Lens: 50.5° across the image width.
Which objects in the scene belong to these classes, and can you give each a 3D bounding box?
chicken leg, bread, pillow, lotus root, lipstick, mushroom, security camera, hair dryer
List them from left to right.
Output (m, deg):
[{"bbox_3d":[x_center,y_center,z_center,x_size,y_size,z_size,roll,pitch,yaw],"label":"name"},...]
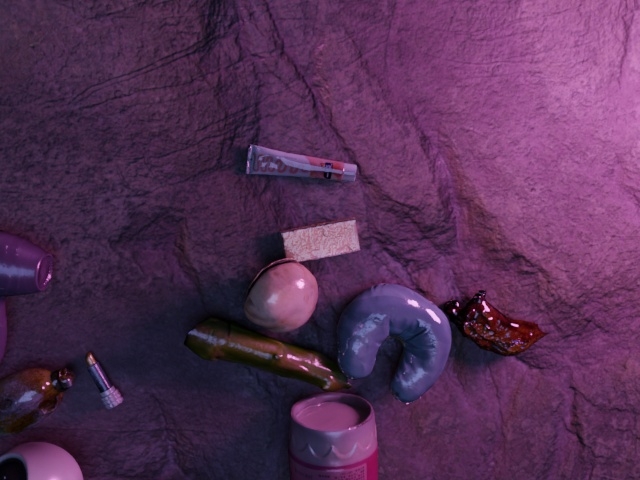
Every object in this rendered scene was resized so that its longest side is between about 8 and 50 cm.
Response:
[{"bbox_3d":[-0.652,0.144,1.235,0.301,0.121,0.361,9,106,0],"label":"hair dryer"},{"bbox_3d":[-0.553,0.296,1.279,0.192,0.088,0.113,-29,128,0],"label":"lotus root"},{"bbox_3d":[-0.536,0.496,1.277,0.194,0.194,0.236,4,99,-8],"label":"security camera"},{"bbox_3d":[-0.426,0.270,1.316,0.037,0.037,0.116,-27,101,0],"label":"lipstick"},{"bbox_3d":[-0.079,0.104,1.283,0.154,0.122,0.154,-28,140,-26],"label":"mushroom"},{"bbox_3d":[0.000,0.000,1.311,0.154,0.028,0.068,-11,104,-5],"label":"bread"},{"bbox_3d":[0.143,0.197,1.334,0.233,0.086,0.214,25,89,-12],"label":"pillow"},{"bbox_3d":[0.351,0.174,1.375,0.234,0.063,0.105,31,102,-14],"label":"chicken leg"}]

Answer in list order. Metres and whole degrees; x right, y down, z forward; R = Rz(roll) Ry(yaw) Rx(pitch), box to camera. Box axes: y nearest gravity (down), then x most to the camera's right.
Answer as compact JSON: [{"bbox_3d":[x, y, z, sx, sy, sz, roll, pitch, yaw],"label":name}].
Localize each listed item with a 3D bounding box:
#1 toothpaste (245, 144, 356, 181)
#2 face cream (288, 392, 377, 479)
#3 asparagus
[{"bbox_3d":[-0.036,-0.139,1.274,0.205,0.036,0.056,7,103,-4],"label":"toothpaste"},{"bbox_3d":[0.025,0.420,1.330,0.175,0.175,0.195,-4,104,-6],"label":"face cream"},{"bbox_3d":[-0.097,0.223,1.322,0.343,0.085,0.082,19,88,-16],"label":"asparagus"}]
